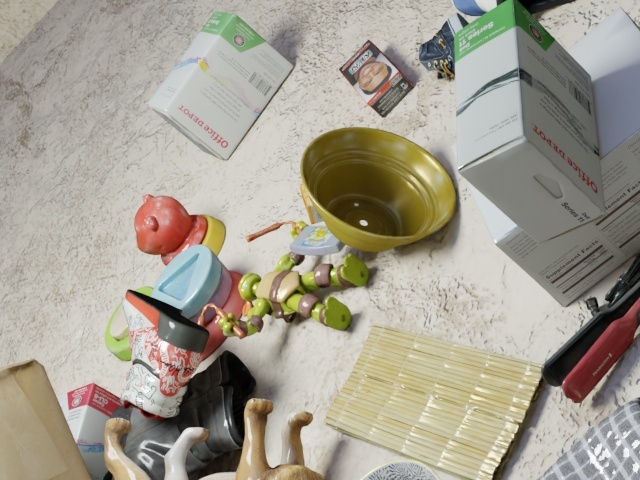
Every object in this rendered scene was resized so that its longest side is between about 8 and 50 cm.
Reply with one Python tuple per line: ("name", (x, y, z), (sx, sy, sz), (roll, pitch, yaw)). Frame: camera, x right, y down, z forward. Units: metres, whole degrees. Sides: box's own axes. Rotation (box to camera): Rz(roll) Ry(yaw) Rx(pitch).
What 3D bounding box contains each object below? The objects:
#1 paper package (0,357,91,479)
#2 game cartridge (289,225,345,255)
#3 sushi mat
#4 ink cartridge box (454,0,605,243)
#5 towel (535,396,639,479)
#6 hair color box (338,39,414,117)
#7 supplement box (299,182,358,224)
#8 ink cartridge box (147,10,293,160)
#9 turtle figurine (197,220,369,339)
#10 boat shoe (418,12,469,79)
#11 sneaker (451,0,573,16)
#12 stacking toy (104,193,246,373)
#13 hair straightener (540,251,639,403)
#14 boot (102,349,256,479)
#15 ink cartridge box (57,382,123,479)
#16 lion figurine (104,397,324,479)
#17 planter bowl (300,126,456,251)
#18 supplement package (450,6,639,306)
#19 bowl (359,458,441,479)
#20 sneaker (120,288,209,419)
("paper package", (-0.407, 0.373, 1.635), (0.325, 0.168, 0.309), (62, 144, 17))
("game cartridge", (0.000, 0.000, 1.751), (0.083, 0.017, 0.056), (-1, 39, 35))
("sushi mat", (0.130, 0.189, 1.510), (0.316, 0.019, 0.151), (10, 65, 54))
("ink cartridge box", (0.216, -0.124, 1.321), (0.087, 0.153, 0.208), (-28, 40, 32))
("towel", (0.274, 0.305, 1.124), (0.235, 0.121, 0.284), (-44, 33, 12))
("hair color box", (0.086, -0.255, 1.982), (0.072, 0.043, 0.141), (-45, 34, 8))
("supplement box", (0.024, -0.066, 1.837), (0.098, 0.036, 0.062), (-16, 37, -3))
("ink cartridge box", (-0.176, -0.271, 2.217), (0.212, 0.154, 0.093), (-56, 33, -7))
("turtle figurine", (-0.049, 0.081, 1.773), (0.217, 0.087, 0.269), (3, 45, 41))
("boat shoe", (0.195, -0.256, 1.837), (0.083, 0.065, 0.183), (-41, 28, 21))
("sneaker", (0.334, -0.427, 1.791), (0.315, 0.127, 0.182), (-54, 35, 9))
("stacking toy", (-0.267, 0.082, 2.004), (0.279, 0.130, 0.309), (-47, 32, 7))
("hair straightener", (0.317, 0.067, 1.374), (0.230, 0.047, 0.089), (-52, 33, -2))
("boot", (-0.186, 0.308, 1.705), (0.222, 0.118, 0.338), (-29, 44, 21))
("ink cartridge box", (-0.349, 0.326, 1.864), (0.128, 0.127, 0.176), (-23, 43, 37))
("lion figurine", (-0.129, 0.329, 1.545), (0.392, 0.142, 0.240), (-15, 61, 35))
("planter bowl", (0.068, -0.050, 1.715), (0.217, 0.217, 0.090), (-90, 14, -45))
("supplement package", (0.312, -0.097, 1.453), (0.262, 0.145, 0.204), (-39, 34, 18))
("bowl", (0.092, 0.329, 1.361), (0.170, 0.080, 0.170), (-32, 37, 28))
("sneaker", (-0.241, 0.160, 1.763), (0.270, 0.090, 0.145), (22, 90, 66))
